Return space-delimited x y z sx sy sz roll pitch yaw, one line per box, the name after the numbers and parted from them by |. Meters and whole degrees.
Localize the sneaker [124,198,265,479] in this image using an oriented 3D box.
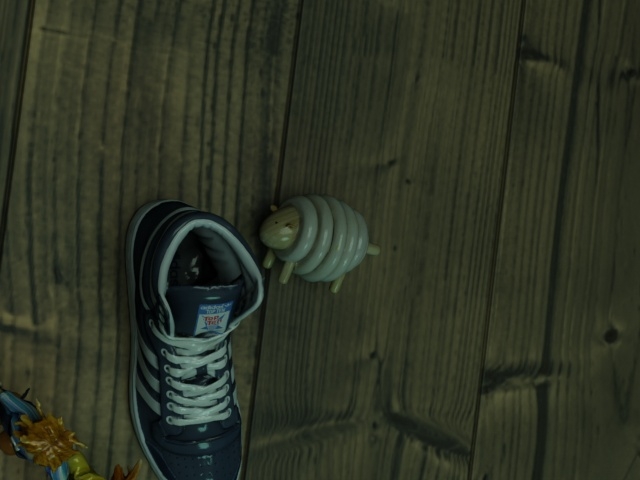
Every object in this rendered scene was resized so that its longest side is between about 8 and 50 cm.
-0.105 0.104 0.990 0.099 0.153 0.282 -9 95 -23 | sneaker

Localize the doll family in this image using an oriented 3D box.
-0.222 0.180 0.933 0.118 0.163 0.263 -39 105 -19 | doll family

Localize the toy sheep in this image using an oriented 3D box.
0.000 0.000 1.076 0.132 0.091 0.091 10 86 -37 | toy sheep
